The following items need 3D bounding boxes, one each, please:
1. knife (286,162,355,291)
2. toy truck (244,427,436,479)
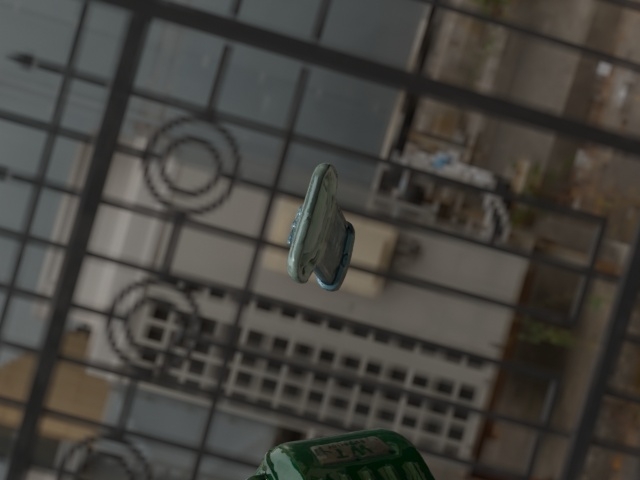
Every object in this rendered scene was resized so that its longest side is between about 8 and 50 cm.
[{"bbox_3d":[0.000,0.000,0.418,0.096,0.010,0.027,53,-127,-82],"label":"knife"},{"bbox_3d":[0.023,0.126,0.538,0.147,0.065,0.079,58,138,35],"label":"toy truck"}]
